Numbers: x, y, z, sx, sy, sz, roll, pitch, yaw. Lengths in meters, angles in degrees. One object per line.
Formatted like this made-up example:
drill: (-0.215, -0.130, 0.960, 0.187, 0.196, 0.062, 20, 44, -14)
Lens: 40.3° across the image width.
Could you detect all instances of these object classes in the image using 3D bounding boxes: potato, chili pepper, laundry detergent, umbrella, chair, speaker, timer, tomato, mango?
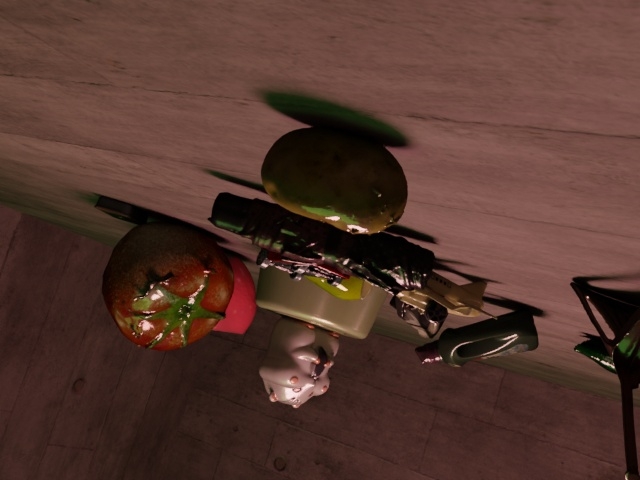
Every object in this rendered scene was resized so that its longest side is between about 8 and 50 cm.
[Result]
potato: (0.014, -0.056, 0.795, 0.138, 0.091, 0.070, 19, 159, 1)
chili pepper: (0.577, 0.228, 1.636, 0.224, 0.061, 0.098, 9, 176, 37)
laundry detergent: (0.281, 0.184, 1.594, 0.222, 0.078, 0.144, -13, 163, 8)
umbrella: (0.000, 0.000, 1.229, 0.326, 0.090, 0.094, 17, 175, 7)
chair: (0.423, 0.119, 1.028, 0.176, 0.183, 0.326, 18, -143, -11)
speaker: (-0.303, 0.146, 2.276, 0.294, 0.294, 0.294, 17, 172, 2)
timer: (-0.030, 0.204, 1.892, 0.291, 0.315, 0.291, 17, 171, 3)
tomato: (-0.358, 0.096, 2.008, 0.303, 0.303, 0.239, 26, -164, -47)
mango: (0.023, 0.046, 1.544, 0.163, 0.089, 0.117, 34, 174, -24)

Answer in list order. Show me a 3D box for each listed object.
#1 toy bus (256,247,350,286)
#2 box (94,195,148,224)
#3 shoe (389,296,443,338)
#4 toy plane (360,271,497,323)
toy bus: (-0.023, 0.016, 1.379, 0.081, 0.089, 0.195, 23, 170, -29)
box: (-0.449, -0.066, 1.981, 0.091, 0.031, 0.126, 16, 172, 15)
shoe: (0.191, 0.126, 1.688, 0.112, 0.099, 0.227, 30, 170, 8)
toy plane: (0.161, 0.077, 1.416, 0.244, 0.092, 0.229, 16, -173, -6)
